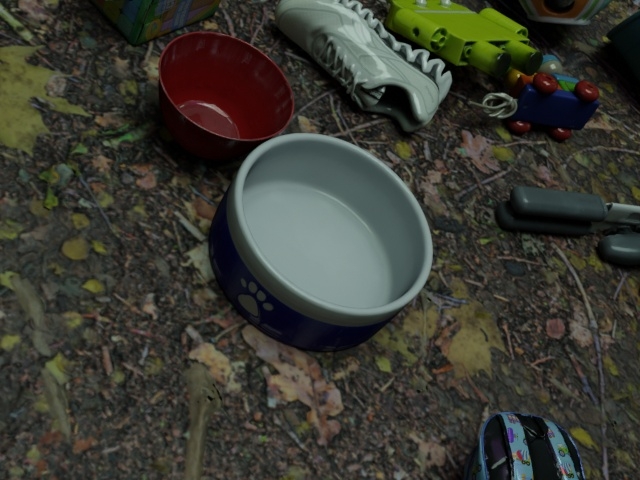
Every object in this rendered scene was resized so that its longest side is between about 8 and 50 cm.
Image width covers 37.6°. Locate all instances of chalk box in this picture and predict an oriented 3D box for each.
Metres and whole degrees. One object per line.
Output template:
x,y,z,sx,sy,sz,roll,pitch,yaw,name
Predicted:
-0.237,-0.367,1.287,0.132,0.132,0.213,49,49,9,chalk box

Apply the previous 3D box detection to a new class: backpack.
0.228,0.290,1.071,0.158,0.117,0.173,10,53,-23,backpack

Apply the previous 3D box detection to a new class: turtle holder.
0.440,-0.520,1.721,0.243,0.227,0.320,0,19,-11,turtle holder

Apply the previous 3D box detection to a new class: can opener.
0.405,-0.020,1.429,0.283,0.076,0.095,4,54,-26,can opener

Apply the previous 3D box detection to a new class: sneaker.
0.057,-0.268,1.403,0.292,0.110,0.118,29,57,-7,sneaker

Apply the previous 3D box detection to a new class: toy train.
0.325,-0.258,1.550,0.248,0.105,0.143,5,45,-26,toy train

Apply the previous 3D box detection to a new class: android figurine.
0.219,-0.339,1.512,0.248,0.056,0.273,-10,39,-40,android figurine

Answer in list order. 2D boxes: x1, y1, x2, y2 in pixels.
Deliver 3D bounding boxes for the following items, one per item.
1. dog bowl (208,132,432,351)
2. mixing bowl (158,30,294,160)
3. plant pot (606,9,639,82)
0.000,0.000,1.166,0.265,0.104,0.264,15,51,-20,dog bowl
-0.136,-0.172,1.220,0.181,0.098,0.181,15,52,-20,mixing bowl
0.708,-0.336,1.725,0.272,0.272,0.255,-25,87,-39,plant pot
